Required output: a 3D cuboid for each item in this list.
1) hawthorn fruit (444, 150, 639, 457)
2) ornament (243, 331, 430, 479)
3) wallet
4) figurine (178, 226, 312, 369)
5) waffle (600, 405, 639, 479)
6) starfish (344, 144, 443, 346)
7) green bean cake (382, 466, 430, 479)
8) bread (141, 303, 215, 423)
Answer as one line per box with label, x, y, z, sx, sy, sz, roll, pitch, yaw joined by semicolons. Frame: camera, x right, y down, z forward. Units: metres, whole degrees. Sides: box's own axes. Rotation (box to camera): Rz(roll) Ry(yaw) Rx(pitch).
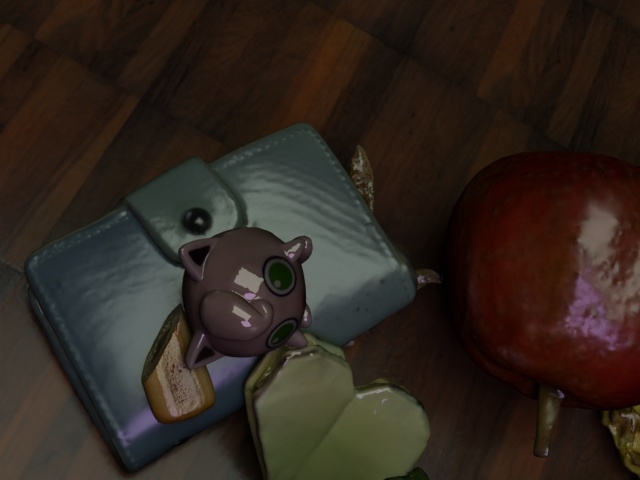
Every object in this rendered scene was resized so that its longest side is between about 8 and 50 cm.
hawthorn fruit;0.263;0.069;0.967;0.287;0.287;0.330;19;71;-9
ornament;-0.002;0.199;0.917;0.201;0.059;0.180;33;96;-27
wallet;-0.102;0.039;0.931;0.360;0.083;0.252;-31;86;-14
figurine;-0.068;0.049;0.834;0.138;0.125;0.125;-12;72;-41
waffle;0.462;0.203;1.085;0.300;0.058;0.282;36;64;-1
starfish;0.000;0.000;1.014;0.277;0.062;0.236;5;76;0
green bean cake;-0.005;0.324;0.779;0.246;0.250;0.156;-16;63;-21
bread;-0.141;0.118;0.849;0.062;0.049;0.103;-21;87;-21
